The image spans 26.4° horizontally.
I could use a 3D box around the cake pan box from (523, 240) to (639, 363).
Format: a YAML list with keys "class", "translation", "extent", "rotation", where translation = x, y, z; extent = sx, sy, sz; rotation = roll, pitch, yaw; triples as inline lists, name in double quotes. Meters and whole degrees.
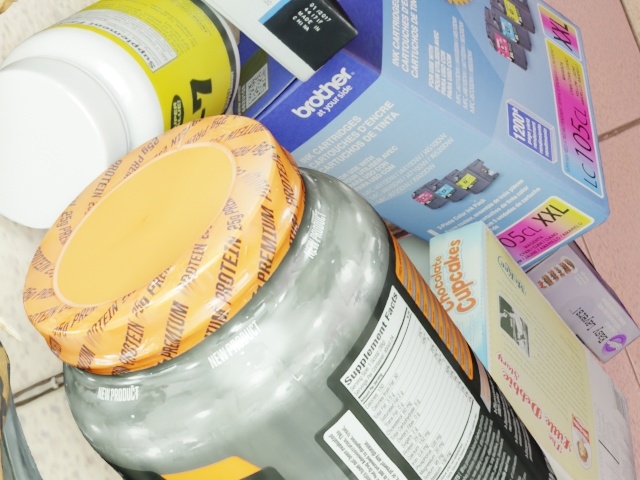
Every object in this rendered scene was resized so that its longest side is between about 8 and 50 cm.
- class: "cake pan box"
  translation: [0.249, -0.004, 1.572]
  extent: [0.267, 0.070, 0.246]
  rotation: [41, 18, -48]

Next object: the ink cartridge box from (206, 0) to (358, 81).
- class: "ink cartridge box"
  translation: [-0.099, -0.276, 1.042]
  extent: [0.165, 0.065, 0.333]
  rotation: [33, 20, -52]

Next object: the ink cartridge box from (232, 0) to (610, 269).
- class: "ink cartridge box"
  translation: [0.069, -0.166, 1.251]
  extent: [0.395, 0.151, 0.270]
  rotation: [26, 44, -29]

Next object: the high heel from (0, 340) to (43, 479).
- class: "high heel"
  translation: [-0.196, 0.127, 0.628]
  extent: [0.261, 0.093, 0.186]
  rotation: [-77, 147, -73]

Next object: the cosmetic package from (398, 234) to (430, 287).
- class: "cosmetic package"
  translation: [0.198, 0.202, 1.369]
  extent: [0.377, 0.097, 0.284]
  rotation: [51, 29, -33]

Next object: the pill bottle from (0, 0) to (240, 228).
- class: "pill bottle"
  translation: [-0.140, -0.091, 0.888]
  extent: [0.119, 0.119, 0.208]
  rotation: [63, 26, -13]

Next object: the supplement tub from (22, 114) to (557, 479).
- class: "supplement tub"
  translation: [-0.008, 0.102, 0.806]
  extent: [0.338, 0.207, 0.207]
  rotation: [53, 29, -32]

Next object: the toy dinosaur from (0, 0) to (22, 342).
- class: "toy dinosaur"
  translation: [-0.211, -0.054, 0.730]
  extent: [0.064, 0.112, 0.212]
  rotation: [35, 56, -63]

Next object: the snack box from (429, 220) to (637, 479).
- class: "snack box"
  translation: [0.200, 0.150, 1.237]
  extent: [0.322, 0.060, 0.187]
  rotation: [47, 33, -38]
